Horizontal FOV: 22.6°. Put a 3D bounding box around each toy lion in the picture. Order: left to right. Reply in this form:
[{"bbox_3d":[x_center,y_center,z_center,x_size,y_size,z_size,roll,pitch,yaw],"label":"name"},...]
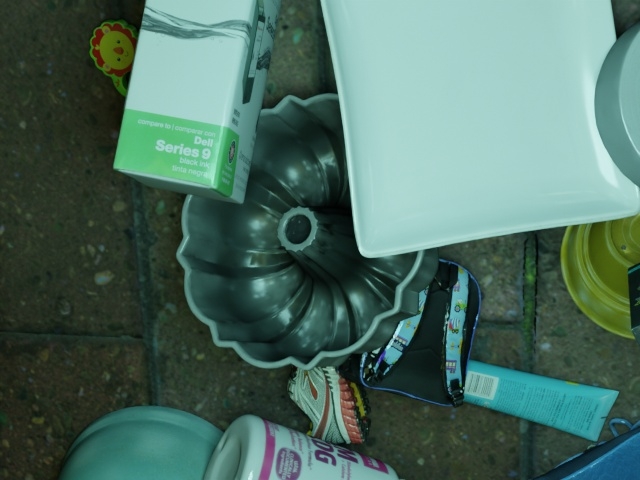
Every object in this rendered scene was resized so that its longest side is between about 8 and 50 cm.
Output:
[{"bbox_3d":[-0.234,-0.220,1.953,0.096,0.034,0.100,4,114,17],"label":"toy lion"}]

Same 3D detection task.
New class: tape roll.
[{"bbox_3d":[0.416,-0.152,1.765,0.219,0.072,0.219,1,86,-14],"label":"tape roll"}]

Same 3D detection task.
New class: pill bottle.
[{"bbox_3d":[0.003,0.338,2.041,0.283,0.160,0.160,22,117,-19],"label":"pill bottle"}]

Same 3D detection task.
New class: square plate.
[{"bbox_3d":[0.170,-0.174,1.757,0.344,0.049,0.347,-9,90,-18],"label":"square plate"}]

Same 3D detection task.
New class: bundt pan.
[{"bbox_3d":[0.000,0.000,1.885,0.331,0.124,0.331,-7,74,26],"label":"bundt pan"}]

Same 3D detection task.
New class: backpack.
[{"bbox_3d":[0.111,0.104,1.964,0.158,0.117,0.173,15,87,-25],"label":"backpack"}]

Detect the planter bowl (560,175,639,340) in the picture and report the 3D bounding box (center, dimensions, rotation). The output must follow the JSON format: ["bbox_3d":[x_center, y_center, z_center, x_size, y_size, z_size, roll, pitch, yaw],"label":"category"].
[{"bbox_3d":[0.393,0.004,1.886,0.217,0.090,0.217,4,114,8],"label":"planter bowl"}]

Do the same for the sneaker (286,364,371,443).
[{"bbox_3d":[-0.008,0.167,2.039,0.093,0.088,0.225,-10,110,17],"label":"sneaker"}]

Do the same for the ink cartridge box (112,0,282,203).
[{"bbox_3d":[-0.129,-0.199,1.785,0.121,0.211,0.289,11,88,6],"label":"ink cartridge box"}]

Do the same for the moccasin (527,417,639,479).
[{"bbox_3d":[0.360,0.288,1.994,0.342,0.117,0.137,-16,96,-7],"label":"moccasin"}]

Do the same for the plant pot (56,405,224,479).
[{"bbox_3d":[-0.236,0.393,2.121,0.293,0.196,0.293,4,113,10],"label":"plant pot"}]

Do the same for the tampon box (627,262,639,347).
[{"bbox_3d":[0.417,0.081,1.778,0.120,0.161,0.101,-26,108,19],"label":"tampon box"}]

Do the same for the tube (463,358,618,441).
[{"bbox_3d":[0.264,0.197,2.022,0.207,0.052,0.080,15,124,-2],"label":"tube"}]
